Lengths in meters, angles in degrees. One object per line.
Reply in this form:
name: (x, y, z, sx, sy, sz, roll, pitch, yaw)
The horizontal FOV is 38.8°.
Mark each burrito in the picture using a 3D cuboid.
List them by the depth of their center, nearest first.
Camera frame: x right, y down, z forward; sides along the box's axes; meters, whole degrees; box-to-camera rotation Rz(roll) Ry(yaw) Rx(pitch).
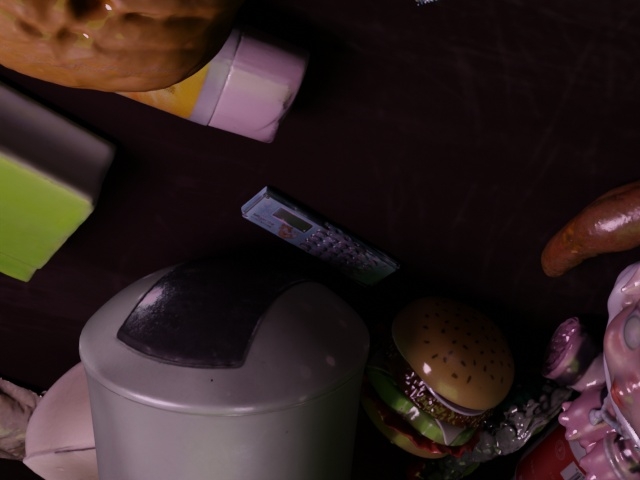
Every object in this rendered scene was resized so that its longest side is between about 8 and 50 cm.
burrito: (-0.522, 0.237, 1.299, 0.348, 0.107, 0.175, 28, 126, -26)

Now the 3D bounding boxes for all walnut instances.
walnut: (-0.144, -0.194, 0.573, 0.222, 0.195, 0.195, 16, 144, -25)

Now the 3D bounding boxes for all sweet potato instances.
sweet potato: (0.279, -0.020, 0.814, 0.078, 0.058, 0.255, 10, 153, -36)

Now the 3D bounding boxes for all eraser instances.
eraser: (-0.359, -0.079, 0.855, 0.274, 0.092, 0.210, 27, 141, -24)

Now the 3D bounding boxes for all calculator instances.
calculator: (0.000, 0.000, 0.936, 0.172, 0.018, 0.057, 30, 137, -23)

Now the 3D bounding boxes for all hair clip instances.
hair clip: (0.187, 0.237, 1.128, 0.091, 0.138, 0.321, 48, 143, 13)

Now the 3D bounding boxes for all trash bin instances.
trash bin: (-0.097, 0.230, 0.940, 0.280, 0.280, 0.432, 5, 111, 7)

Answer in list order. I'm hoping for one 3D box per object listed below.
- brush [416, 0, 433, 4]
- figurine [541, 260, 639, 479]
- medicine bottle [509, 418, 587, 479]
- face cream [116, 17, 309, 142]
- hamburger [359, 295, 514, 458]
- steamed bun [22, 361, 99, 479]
brush: (0.107, -0.190, 0.666, 0.083, 0.013, 0.016, -10, 137, 22)
figurine: (0.361, 0.120, 0.856, 0.211, 0.253, 0.361, -24, 156, -21)
medicine bottle: (0.328, 0.291, 1.146, 0.131, 0.131, 0.250, 14, 143, -6)
face cream: (-0.146, -0.158, 0.717, 0.269, 0.073, 0.107, 18, 150, -13)
hamburger: (0.129, 0.138, 0.973, 0.175, 0.175, 0.137, 24, 128, -18)
steamed bun: (-0.248, 0.229, 1.168, 0.242, 0.164, 0.146, -14, 135, 30)
